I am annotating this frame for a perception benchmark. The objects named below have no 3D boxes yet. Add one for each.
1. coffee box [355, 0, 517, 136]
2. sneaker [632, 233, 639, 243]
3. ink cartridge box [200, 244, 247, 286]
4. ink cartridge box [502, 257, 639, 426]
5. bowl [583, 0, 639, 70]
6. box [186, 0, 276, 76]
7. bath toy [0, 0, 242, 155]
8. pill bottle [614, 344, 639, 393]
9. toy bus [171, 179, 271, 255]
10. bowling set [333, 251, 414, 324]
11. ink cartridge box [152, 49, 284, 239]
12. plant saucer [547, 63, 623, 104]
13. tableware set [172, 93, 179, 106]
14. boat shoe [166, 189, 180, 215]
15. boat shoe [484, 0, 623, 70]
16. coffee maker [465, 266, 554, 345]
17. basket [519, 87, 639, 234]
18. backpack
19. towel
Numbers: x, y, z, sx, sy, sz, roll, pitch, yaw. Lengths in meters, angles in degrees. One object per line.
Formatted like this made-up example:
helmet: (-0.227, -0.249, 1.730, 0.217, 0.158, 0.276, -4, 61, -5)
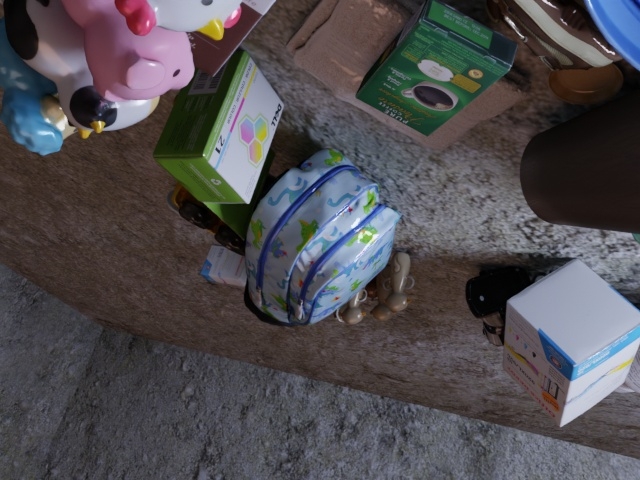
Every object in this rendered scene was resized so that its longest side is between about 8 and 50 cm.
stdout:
coffee box: (0.124, -0.192, 0.725, 0.113, 0.040, 0.184, 24, 161, -10)
sneaker: (0.493, -0.053, 0.807, 0.178, 0.124, 0.295, 1, 154, 16)
ink cartridge box: (-0.238, 0.067, 1.652, 0.122, 0.088, 0.052, 7, 154, 26)
ink cartridge box: (0.459, 0.193, 1.170, 0.171, 0.168, 0.233, 50, 164, 40)
bowl: (0.389, -0.252, 0.443, 0.391, 0.077, 0.391, 16, 151, 9)
box: (-0.105, -0.304, 0.580, 0.168, 0.203, 0.167, 29, 155, -22)
bath toy: (-0.170, -0.166, 0.513, 0.151, 0.129, 0.348, 34, 152, -32)
pill bottle: (0.661, 0.210, 1.202, 0.160, 0.160, 0.283, 22, 156, -9)
toy bus: (-0.206, -0.078, 1.269, 0.220, 0.149, 0.211, 36, 168, -30)
bowling set: (0.104, 0.132, 1.436, 0.287, 0.154, 0.200, -5, 157, 31)
ink cartridge box: (-0.120, -0.137, 0.985, 0.097, 0.189, 0.255, 3, 154, 29)
plant saucer: (0.314, -0.194, 0.748, 0.083, 0.015, 0.083, 15, 157, 7)
tableware set: (-0.200, -0.187, 1.094, 0.104, 0.024, 0.154, -15, 126, 25)
boat shoe: (-0.260, -0.055, 1.427, 0.183, 0.065, 0.083, 19, 156, -4)
boat shoe: (0.198, -0.246, 0.625, 0.257, 0.095, 0.095, 32, 160, -29)
coffee maker: (0.403, 0.142, 1.300, 0.171, 0.120, 0.178, 2, 153, 31)
basket: (0.367, -0.092, 0.752, 0.154, 0.204, 0.227, 11, 173, -27)
backpack: (0.000, 0.000, 1.100, 0.273, 0.290, 0.355, 42, 155, 32)
towel: (0.105, -0.219, 0.809, 0.282, 0.049, 0.187, 26, 157, -17)
